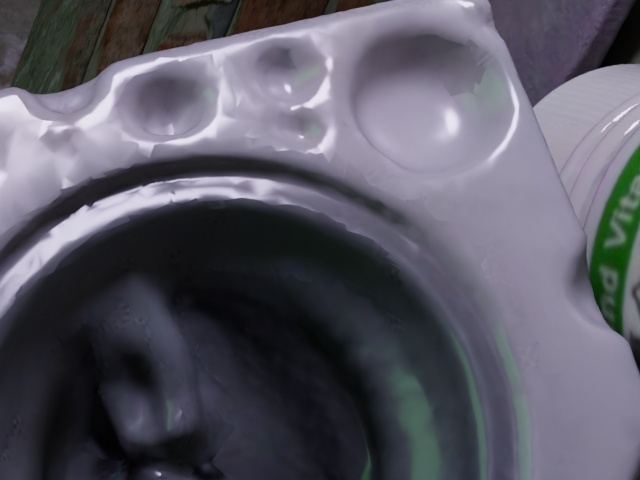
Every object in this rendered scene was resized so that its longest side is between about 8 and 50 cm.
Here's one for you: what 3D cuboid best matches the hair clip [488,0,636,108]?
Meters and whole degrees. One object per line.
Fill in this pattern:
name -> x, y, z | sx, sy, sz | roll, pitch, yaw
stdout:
hair clip -> 0.131, -0.154, 0.772 | 0.096, 0.110, 0.358 | -33, -18, -48

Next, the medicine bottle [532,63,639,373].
medicine bottle -> 0.150, 0.011, 0.486 | 0.139, 0.139, 0.237 | -67, 21, 5

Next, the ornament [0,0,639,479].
ornament -> -0.036, 0.094, 0.529 | 0.239, 0.239, 0.239 | 103, 150, -68
